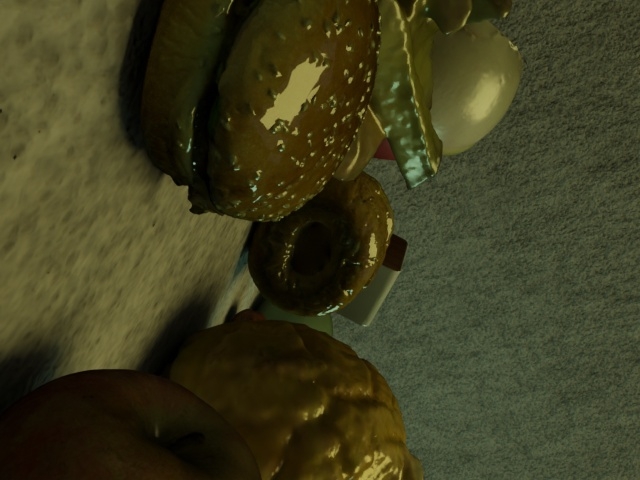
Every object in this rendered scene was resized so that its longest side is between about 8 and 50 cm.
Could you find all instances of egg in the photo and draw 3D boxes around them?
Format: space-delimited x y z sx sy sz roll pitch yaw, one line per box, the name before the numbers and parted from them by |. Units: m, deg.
egg | -0.073 0.222 1.387 0.283 0.202 0.203 -67 -179 -68

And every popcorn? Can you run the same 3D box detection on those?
popcorn | -0.058 0.258 0.759 0.390 0.343 0.354 -113 -165 -52

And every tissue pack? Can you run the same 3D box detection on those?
tissue pack | 0.022 0.030 1.113 0.136 0.246 0.159 -64 177 25

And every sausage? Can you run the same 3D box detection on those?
sausage | -0.161 0.228 1.157 0.327 0.079 0.087 113 -11 -45

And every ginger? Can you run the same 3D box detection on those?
ginger | 0.112 -0.274 0.679 0.358 0.211 0.414 -60 174 -73

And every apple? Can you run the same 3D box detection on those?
apple | -0.134 0.180 0.358 0.174 0.188 0.188 -58 177 7

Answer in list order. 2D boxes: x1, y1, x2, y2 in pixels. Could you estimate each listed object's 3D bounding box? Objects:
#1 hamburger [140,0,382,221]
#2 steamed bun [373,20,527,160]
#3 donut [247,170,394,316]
hamburger | -0.031 -0.110 0.388 0.190 0.122 0.215 -60 173 -26
steamed bun | 0.161 -0.260 0.987 0.309 0.309 0.310 25 90 -86
donut | 0.000 0.000 0.918 0.128 0.208 0.262 -56 166 -62
